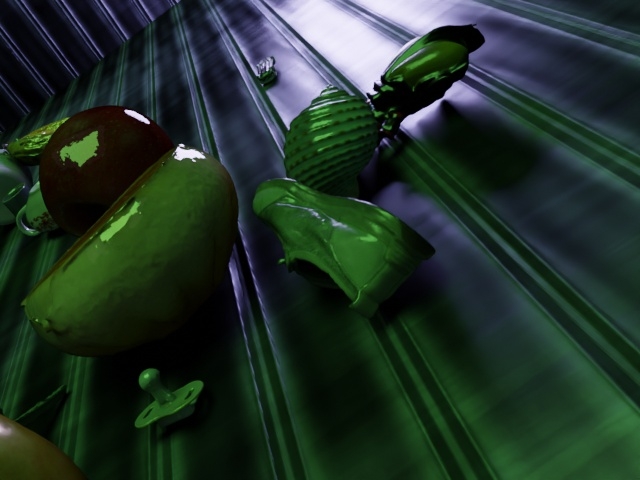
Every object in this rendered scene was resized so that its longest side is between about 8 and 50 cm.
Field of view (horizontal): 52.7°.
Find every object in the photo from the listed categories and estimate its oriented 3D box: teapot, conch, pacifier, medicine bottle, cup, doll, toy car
[{"bbox_3d":[-0.561,-0.082,1.374,0.245,0.116,0.159,-26,43,28],"label":"teapot"},{"bbox_3d":[0.003,-0.112,0.792,0.135,0.102,0.153,0,71,53],"label":"conch"},{"bbox_3d":[-0.163,0.158,0.674,0.083,0.064,0.068,-26,15,16],"label":"pacifier"},{"bbox_3d":[-0.815,-0.144,1.648,0.152,0.152,0.254,-40,33,-6],"label":"medicine bottle"},{"bbox_3d":[-0.686,-0.094,1.525,0.078,0.077,0.100,10,53,51],"label":"cup"},{"bbox_3d":[0.111,-0.198,0.856,0.248,0.088,0.127,-38,59,11],"label":"doll"},{"bbox_3d":[-0.112,-0.357,1.352,0.041,0.025,0.093,-25,36,15],"label":"toy car"}]

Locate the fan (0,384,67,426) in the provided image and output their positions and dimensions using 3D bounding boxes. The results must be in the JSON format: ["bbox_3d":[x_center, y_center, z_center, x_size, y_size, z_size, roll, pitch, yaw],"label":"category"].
[{"bbox_3d":[-0.393,0.252,0.701,0.335,0.011,0.230,-43,-24,-62],"label":"fan"}]

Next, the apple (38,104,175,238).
[{"bbox_3d":[-0.347,-0.109,1.070,0.218,0.218,0.201,-21,43,25],"label":"apple"}]

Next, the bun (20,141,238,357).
[{"bbox_3d":[-0.212,0.031,0.798,0.299,0.165,0.299,-41,16,14],"label":"bun"}]

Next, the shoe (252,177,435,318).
[{"bbox_3d":[0.000,0.000,0.693,0.098,0.103,0.275,-57,32,-7],"label":"shoe"}]

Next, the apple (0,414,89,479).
[{"bbox_3d":[-0.301,0.257,0.453,0.299,0.299,0.275,-2,48,43],"label":"apple"}]

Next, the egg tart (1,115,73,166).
[{"bbox_3d":[-0.666,-0.253,1.660,0.278,0.095,0.279,-13,22,5],"label":"egg tart"}]
